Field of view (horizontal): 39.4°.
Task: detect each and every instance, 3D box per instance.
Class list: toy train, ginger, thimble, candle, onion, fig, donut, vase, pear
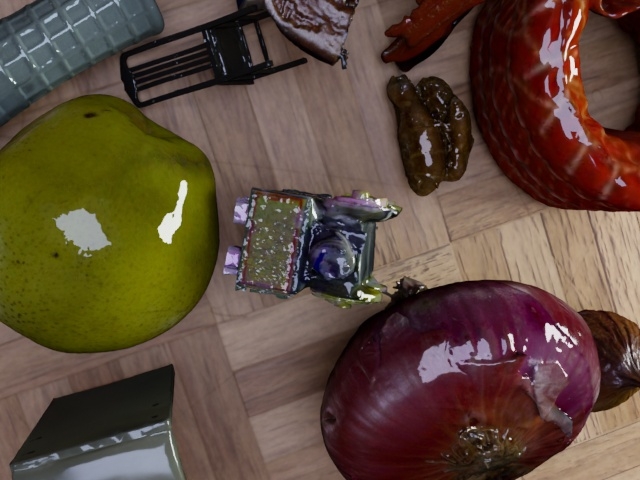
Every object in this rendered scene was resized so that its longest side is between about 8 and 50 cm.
[{"bbox_3d":[0.000,0.000,1.064,0.177,0.261,0.134,10,93,7],"label":"toy train"},{"bbox_3d":[0.149,-0.144,1.158,0.103,0.073,0.162,-16,96,-9],"label":"ginger"},{"bbox_3d":[0.371,-0.207,1.113,0.350,0.230,0.350,-1,96,-10],"label":"thimble"},{"bbox_3d":[0.188,-0.307,1.078,0.302,0.084,0.059,-35,78,30],"label":"candle"},{"bbox_3d":[0.159,0.164,1.110,0.348,0.285,0.347,-12,139,-11],"label":"onion"},{"bbox_3d":[0.383,0.175,1.165,0.134,0.201,0.146,43,93,-20],"label":"fig"},{"bbox_3d":[-0.001,-0.317,1.008,0.141,0.085,0.217,22,92,-11],"label":"donut"},{"bbox_3d":[-0.336,-0.221,1.045,0.299,0.143,0.143,-33,99,-9],"label":"vase"},{"bbox_3d":[-0.254,-0.008,1.007,0.294,0.294,0.294,-1,95,-9],"label":"pear"}]

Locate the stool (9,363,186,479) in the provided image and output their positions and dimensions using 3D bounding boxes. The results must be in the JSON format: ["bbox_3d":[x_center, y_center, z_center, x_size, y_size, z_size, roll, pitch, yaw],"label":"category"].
[{"bbox_3d":[-0.221,0.307,1.036,0.170,0.270,0.243,-15,97,-7],"label":"stool"}]

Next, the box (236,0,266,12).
[{"bbox_3d":[0.027,-0.408,1.100,0.299,0.106,0.200,-12,97,-7],"label":"box"}]

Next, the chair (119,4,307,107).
[{"bbox_3d":[-0.137,-0.226,1.111,0.212,0.101,0.084,-12,97,29],"label":"chair"}]
